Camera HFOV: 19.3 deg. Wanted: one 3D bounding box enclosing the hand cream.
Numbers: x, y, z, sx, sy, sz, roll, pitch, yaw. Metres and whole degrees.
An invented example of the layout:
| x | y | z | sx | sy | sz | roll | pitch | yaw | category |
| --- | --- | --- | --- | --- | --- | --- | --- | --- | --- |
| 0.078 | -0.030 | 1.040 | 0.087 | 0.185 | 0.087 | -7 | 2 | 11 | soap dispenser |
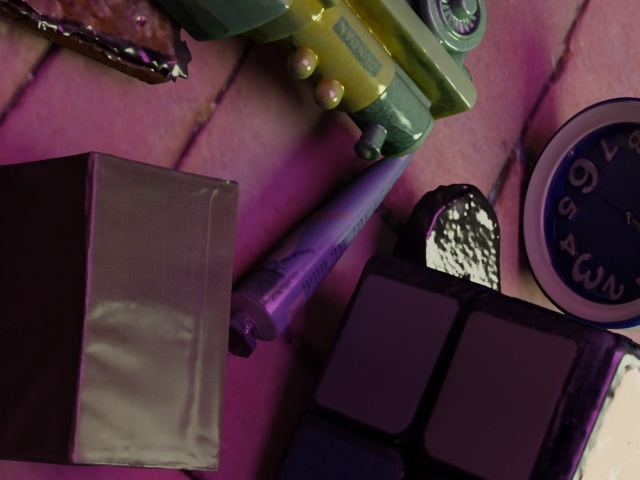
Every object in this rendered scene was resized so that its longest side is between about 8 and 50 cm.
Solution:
| x | y | z | sx | sy | sz | roll | pitch | yaw | category |
| --- | --- | --- | --- | --- | --- | --- | --- | --- | --- |
| 0.000 | 0.000 | 1.685 | 0.058 | 0.091 | 0.271 | 45 | 60 | -6 | hand cream |

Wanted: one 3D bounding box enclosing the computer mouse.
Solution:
| x | y | z | sx | sy | sz | roll | pitch | yaw | category |
| --- | --- | --- | --- | --- | --- | --- | --- | --- | --- |
| 0.117 | 0.051 | 1.791 | 0.122 | 0.073 | 0.217 | -13 | 104 | -33 | computer mouse |

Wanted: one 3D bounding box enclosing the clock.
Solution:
| x | y | z | sx | sy | sz | roll | pitch | yaw | category |
| --- | --- | --- | --- | --- | --- | --- | --- | --- | --- |
| 0.311 | -0.024 | 1.875 | 0.083 | 0.230 | 0.230 | 11 | 80 | -47 | clock |

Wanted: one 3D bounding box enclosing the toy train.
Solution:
| x | y | z | sx | sy | sz | roll | pitch | yaw | category |
| --- | --- | --- | --- | --- | --- | --- | --- | --- | --- |
| 0.008 | -0.210 | 1.637 | 0.369 | 0.150 | 0.237 | 46 | 49 | -31 | toy train |

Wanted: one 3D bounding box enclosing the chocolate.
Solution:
| x | y | z | sx | sy | sz | roll | pitch | yaw | category |
| --- | --- | --- | --- | --- | --- | --- | --- | --- | --- |
| -0.239 | -0.203 | 1.480 | 0.329 | 0.065 | 0.102 | 18 | 55 | -42 | chocolate |

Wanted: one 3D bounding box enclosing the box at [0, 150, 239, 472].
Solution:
| x | y | z | sx | sy | sz | roll | pitch | yaw | category |
| --- | --- | --- | --- | --- | --- | --- | --- | --- | --- |
| -0.169 | 0.060 | 1.465 | 0.155 | 0.149 | 0.231 | 9 | 81 | -43 | box |

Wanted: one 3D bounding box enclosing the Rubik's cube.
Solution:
| x | y | z | sx | sy | sz | roll | pitch | yaw | category |
| --- | --- | --- | --- | --- | --- | --- | --- | --- | --- |
| 0.176 | 0.227 | 1.628 | 0.318 | 0.313 | 0.316 | 25 | 86 | -40 | Rubik's cube |
